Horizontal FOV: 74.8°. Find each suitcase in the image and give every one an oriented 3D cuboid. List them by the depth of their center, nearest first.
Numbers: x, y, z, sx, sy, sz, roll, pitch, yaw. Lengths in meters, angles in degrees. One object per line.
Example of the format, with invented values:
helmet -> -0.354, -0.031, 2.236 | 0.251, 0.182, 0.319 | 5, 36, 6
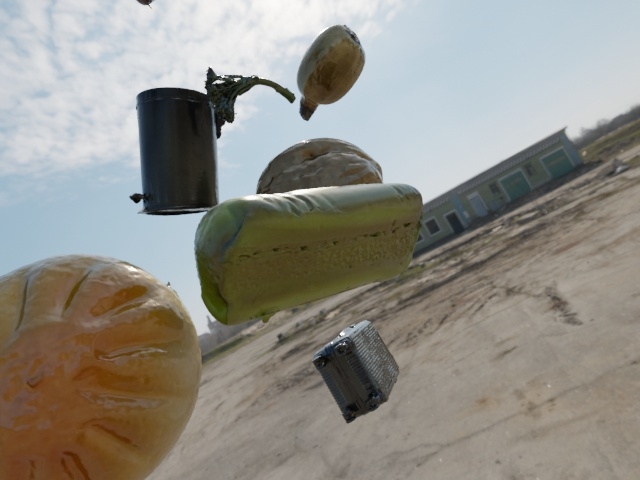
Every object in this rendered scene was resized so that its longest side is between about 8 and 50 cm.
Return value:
suitcase -> 0.101, 0.337, 1.125 | 0.128, 0.202, 0.312 | -35, -10, 16

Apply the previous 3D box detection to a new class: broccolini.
broccolini -> -0.166, -0.351, 1.055 | 0.272, 0.123, 0.062 | -9, 24, -43

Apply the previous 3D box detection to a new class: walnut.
walnut -> 0.000, -0.101, 1.021 | 0.333, 0.332, 0.333 | -27, -7, -3

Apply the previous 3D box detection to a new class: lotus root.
lotus root -> 0.013, -0.514, 1.314 | 0.310, 0.182, 0.183 | -49, -17, 30

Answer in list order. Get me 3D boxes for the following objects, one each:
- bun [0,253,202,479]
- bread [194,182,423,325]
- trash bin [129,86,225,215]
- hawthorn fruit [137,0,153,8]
bun -> -0.286, 0.153, 0.472 | 0.299, 0.298, 0.165 | -26, -4, -16
bread -> 0.000, 0.000, 0.594 | 0.384, 0.112, 0.166 | -11, -58, -42
trash bin -> -0.370, -0.220, 1.108 | 0.252, 0.301, 0.203 | -2, -2, -35
hawthorn fruit -> -0.510, -0.723, 1.207 | 0.081, 0.093, 0.081 | -21, 9, 4
